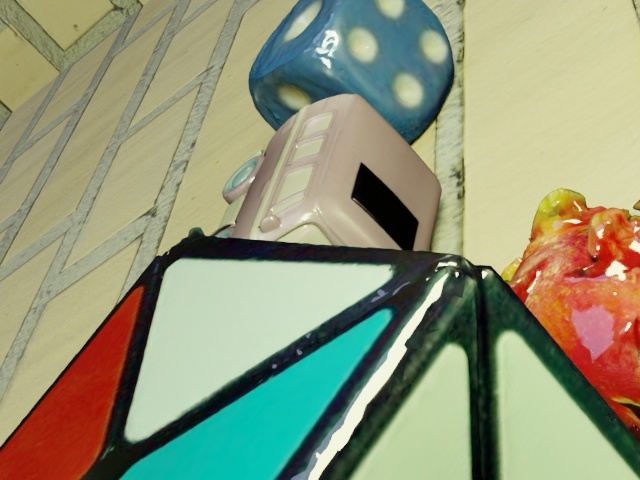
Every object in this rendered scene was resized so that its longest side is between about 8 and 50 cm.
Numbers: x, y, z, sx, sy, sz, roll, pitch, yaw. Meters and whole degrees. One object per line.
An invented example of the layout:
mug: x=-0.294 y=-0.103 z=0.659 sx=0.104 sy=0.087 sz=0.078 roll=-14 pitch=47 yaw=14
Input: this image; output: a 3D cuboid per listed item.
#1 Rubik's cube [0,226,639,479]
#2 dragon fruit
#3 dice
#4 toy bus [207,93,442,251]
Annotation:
Rubik's cube: x=-0.003 y=0.165 z=0.488 sx=0.250 sy=0.246 sz=0.248 roll=-52 pitch=26 yaw=-21
dragon fruit: x=0.157 y=0.067 z=0.547 sx=0.208 sy=0.150 sz=0.133 roll=55 pitch=136 yaw=48
dice: x=0.029 y=-0.161 z=1.131 sx=0.143 sy=0.146 sz=0.146 roll=-16 pitch=36 yaw=51
toy bus: x=0.000 y=0.000 z=0.906 sx=0.142 sy=0.142 sz=0.202 roll=-29 pitch=26 yaw=32
